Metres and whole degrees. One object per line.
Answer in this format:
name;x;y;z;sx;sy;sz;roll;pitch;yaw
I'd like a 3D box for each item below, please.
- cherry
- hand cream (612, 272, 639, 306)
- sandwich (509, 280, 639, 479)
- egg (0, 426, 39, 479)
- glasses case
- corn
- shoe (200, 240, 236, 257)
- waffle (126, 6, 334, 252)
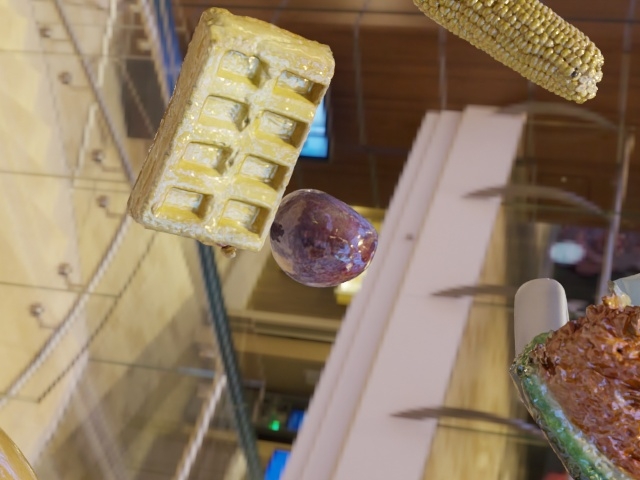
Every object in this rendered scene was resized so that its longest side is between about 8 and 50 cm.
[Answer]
cherry;0.002;0.003;1.861;0.140;0.176;0.176;-51;148;-25
hand cream;0.593;0.059;1.715;0.067;0.320;0.109;7;63;-64
sandwich;0.261;0.137;1.000;0.185;0.160;0.109;49;24;-3
egg;-0.398;0.323;1.124;0.301;0.301;0.374;-32;131;-69
glasses case;0.376;0.175;1.983;0.059;0.092;0.234;40;44;-53
corn;0.244;-0.285;1.529;0.106;0.293;0.106;-55;171;-13
shoe;-0.141;-0.010;1.825;0.109;0.069;0.072;15;98;-41
waffle;-0.103;-0.119;1.356;0.274;0.168;0.057;-66;-150;19
